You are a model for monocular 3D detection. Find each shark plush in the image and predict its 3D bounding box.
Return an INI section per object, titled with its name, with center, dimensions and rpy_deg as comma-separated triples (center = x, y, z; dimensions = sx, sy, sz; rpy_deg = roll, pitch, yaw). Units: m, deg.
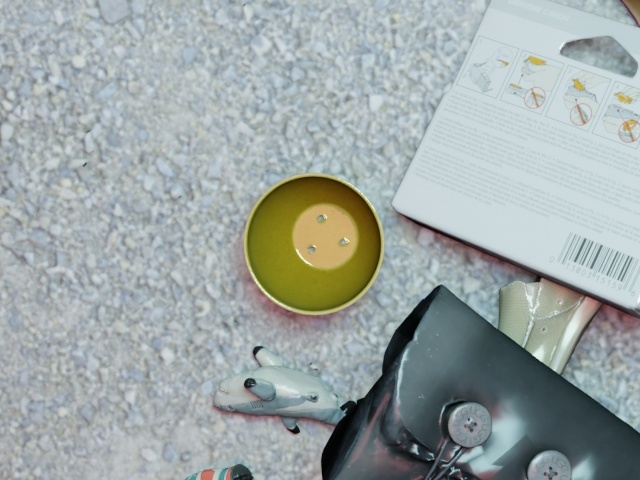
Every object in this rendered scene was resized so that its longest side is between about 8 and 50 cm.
[shark plush]
center = -0.023, 0.162, 1.641
dimensions = 0.161, 0.073, 0.067
rpy_deg = 15, 117, -14

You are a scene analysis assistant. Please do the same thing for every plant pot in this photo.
[plant pot]
center = 0.000, 0.000, 1.586
dimensions = 0.134, 0.095, 0.134
rpy_deg = 1, 95, 8

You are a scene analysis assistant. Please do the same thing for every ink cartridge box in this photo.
[ink cartridge box]
center = 0.230, -0.085, 1.509
dimensions = 0.275, 0.060, 0.239
rpy_deg = 24, 87, 34

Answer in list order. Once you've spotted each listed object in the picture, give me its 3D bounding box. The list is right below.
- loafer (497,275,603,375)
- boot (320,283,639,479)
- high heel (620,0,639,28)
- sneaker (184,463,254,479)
[loafer]
center = 0.204, 0.081, 1.570
dimensions = 0.092, 0.102, 0.269
rpy_deg = 31, 89, 5
[boot]
center = 0.270, 0.175, 1.468
dimensions = 0.445, 0.146, 0.367
rpy_deg = 31, 81, 3
[high heel]
center = 0.308, -0.141, 1.514
dimensions = 0.181, 0.127, 0.377
rpy_deg = -34, 93, 0
[sneaker]
center = -0.098, 0.305, 1.652
dimensions = 0.075, 0.057, 0.161
rpy_deg = -7, 95, 25
